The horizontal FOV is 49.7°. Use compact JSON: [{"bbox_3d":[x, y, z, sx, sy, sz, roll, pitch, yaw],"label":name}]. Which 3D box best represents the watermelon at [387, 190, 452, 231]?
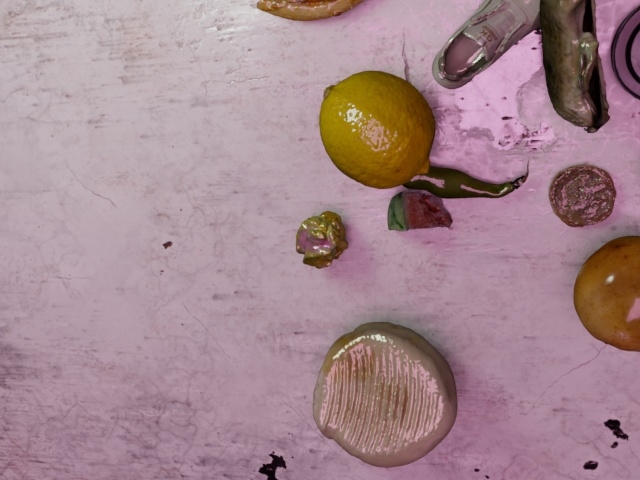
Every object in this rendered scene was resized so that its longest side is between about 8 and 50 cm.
[{"bbox_3d":[0.232,-0.068,1.638,0.158,0.121,0.098,3,95,13],"label":"watermelon"}]

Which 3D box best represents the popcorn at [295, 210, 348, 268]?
[{"bbox_3d":[0.000,0.000,1.716,0.126,0.126,0.145,22,140,22],"label":"popcorn"}]

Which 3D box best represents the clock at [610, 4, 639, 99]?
[{"bbox_3d":[0.724,-0.396,1.438,0.226,0.049,0.226,5,108,15],"label":"clock"}]

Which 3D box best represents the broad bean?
[{"bbox_3d":[0.323,-0.143,1.619,0.318,0.056,0.098,-2,108,12],"label":"broad bean"}]

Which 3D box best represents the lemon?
[{"bbox_3d":[0.127,-0.246,1.541,0.267,0.267,0.267,4,108,14],"label":"lemon"}]

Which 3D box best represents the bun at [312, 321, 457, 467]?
[{"bbox_3d":[0.169,0.382,1.736,0.365,0.219,0.365,0,90,17],"label":"bun"}]

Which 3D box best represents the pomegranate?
[{"bbox_3d":[0.679,0.124,1.498,0.264,0.264,0.264,4,108,14],"label":"pomegranate"}]

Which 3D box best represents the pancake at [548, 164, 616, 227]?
[{"bbox_3d":[0.594,-0.100,1.575,0.152,0.025,0.151,4,108,13],"label":"pancake"}]

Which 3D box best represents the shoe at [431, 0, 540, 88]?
[{"bbox_3d":[0.359,-0.439,1.464,0.124,0.159,0.316,46,115,-1],"label":"shoe"}]

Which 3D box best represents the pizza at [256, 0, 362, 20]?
[{"bbox_3d":[0.019,-0.642,1.522,0.409,0.114,0.277,-19,106,17],"label":"pizza"}]

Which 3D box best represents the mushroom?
[{"bbox_3d":[0.507,-0.392,1.391,0.130,0.247,0.344,-2,131,24],"label":"mushroom"}]
